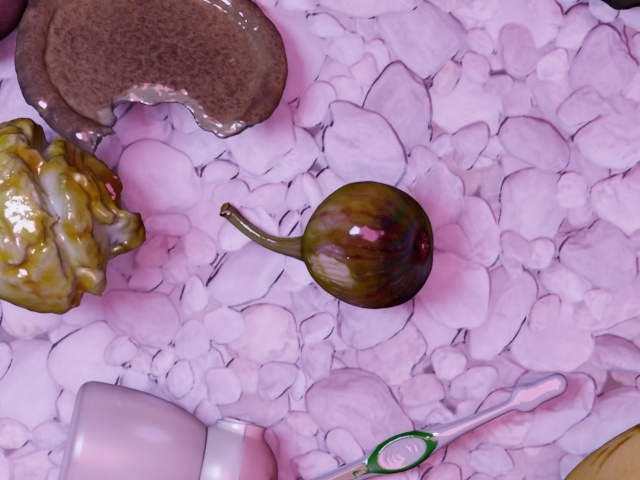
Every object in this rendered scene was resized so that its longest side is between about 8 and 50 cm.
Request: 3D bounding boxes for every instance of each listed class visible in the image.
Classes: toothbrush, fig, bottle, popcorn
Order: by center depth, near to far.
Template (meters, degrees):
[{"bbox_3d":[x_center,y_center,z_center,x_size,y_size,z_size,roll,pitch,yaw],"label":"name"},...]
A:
[{"bbox_3d":[-0.298,-0.027,1.651,0.183,0.221,0.204,-37,129,9],"label":"popcorn"},{"bbox_3d":[-0.158,0.242,1.687,0.236,0.147,0.147,12,88,-8],"label":"bottle"},{"bbox_3d":[0.000,0.000,1.716,0.245,0.149,0.149,4,87,24],"label":"fig"},{"bbox_3d":[0.081,0.239,1.735,0.418,0.040,0.042,-24,90,-1],"label":"toothbrush"}]

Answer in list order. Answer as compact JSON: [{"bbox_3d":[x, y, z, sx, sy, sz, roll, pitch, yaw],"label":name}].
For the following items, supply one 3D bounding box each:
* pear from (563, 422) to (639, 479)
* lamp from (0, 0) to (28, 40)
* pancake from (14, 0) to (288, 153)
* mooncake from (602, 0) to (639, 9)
[{"bbox_3d":[0.393,0.322,1.613,0.309,0.309,0.309,0,88,-1],"label":"pear"},{"bbox_3d":[-0.413,-0.308,1.684,0.180,0.180,0.258,-17,89,-1],"label":"lamp"},{"bbox_3d":[-0.182,-0.197,1.690,0.288,0.033,0.286,28,55,3],"label":"pancake"},{"bbox_3d":[0.346,-0.363,1.724,0.228,0.124,0.228,0,84,3],"label":"mooncake"}]
